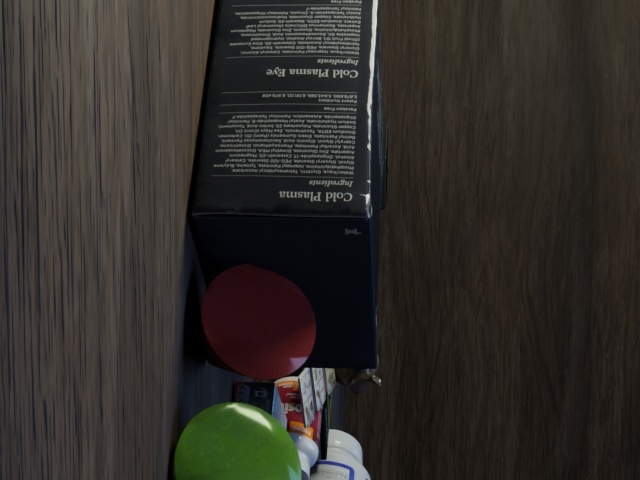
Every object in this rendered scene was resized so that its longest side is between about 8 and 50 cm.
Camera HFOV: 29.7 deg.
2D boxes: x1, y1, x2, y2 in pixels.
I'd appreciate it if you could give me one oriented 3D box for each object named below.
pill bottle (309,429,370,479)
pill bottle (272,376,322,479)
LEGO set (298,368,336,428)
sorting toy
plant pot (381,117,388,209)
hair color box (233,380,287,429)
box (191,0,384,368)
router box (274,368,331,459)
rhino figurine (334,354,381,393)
[{"bbox_3d":[0.009,0.454,2.033,0.272,0.152,0.152,-83,172,-54],"label":"pill bottle"},{"bbox_3d":[-0.042,0.280,1.749,0.086,0.086,0.152,86,6,-45],"label":"pill bottle"},{"bbox_3d":[-0.032,0.122,1.716,0.182,0.060,0.244,-47,132,-70],"label":"LEGO set"},{"bbox_3d":[-0.097,0.209,1.166,0.126,0.127,0.365,-40,-142,55],"label":"sorting toy"},{"bbox_3d":[0.044,-0.145,2.268,0.188,0.167,0.187,-85,175,-52],"label":"plant pot"},{"bbox_3d":[-0.077,0.245,1.521,0.167,0.053,0.093,84,9,-66],"label":"hair color box"},{"bbox_3d":[-0.022,-0.067,1.361,0.343,0.179,0.312,83,8,-58],"label":"box"},{"bbox_3d":[-0.025,0.170,1.989,0.243,0.081,0.309,-84,173,-51],"label":"router box"},{"bbox_3d":[0.054,0.179,1.839,0.243,0.073,0.106,173,-82,-84],"label":"rhino figurine"}]
